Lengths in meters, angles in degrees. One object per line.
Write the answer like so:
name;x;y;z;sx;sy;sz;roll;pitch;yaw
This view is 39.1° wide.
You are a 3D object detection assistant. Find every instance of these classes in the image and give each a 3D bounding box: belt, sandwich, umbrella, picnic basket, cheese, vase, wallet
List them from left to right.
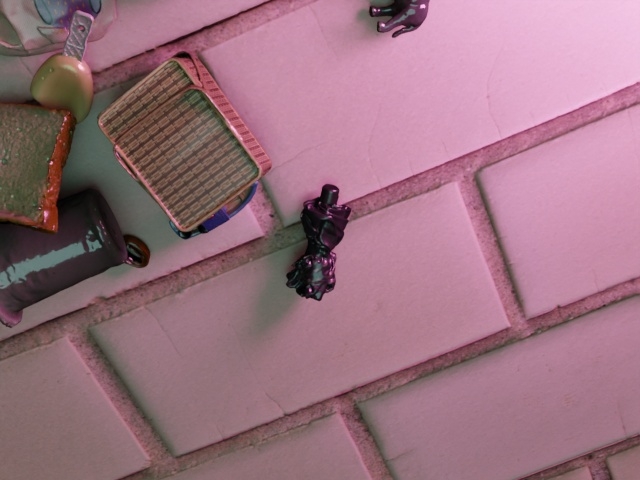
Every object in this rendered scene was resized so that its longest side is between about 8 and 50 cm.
sandwich;-0.618;-0.149;1.838;0.226;0.087;0.251;8;81;12
wallet;-0.560;-0.498;1.757;0.335;0.068;0.275;-15;126;-4
vase;-0.580;0.027;1.946;0.291;0.245;0.245;-21;118;-2
cheese;-0.508;-0.353;1.819;0.127;0.050;0.255;17;130;-13
belt;-0.429;0.026;2.067;0.059;0.036;0.083;-38;115;19
picnic basket;-0.278;-0.203;1.845;0.228;0.175;0.313;-34;97;11
umbrella;0.001;0.001;2.074;0.121;0.110;0.273;8;111;-11

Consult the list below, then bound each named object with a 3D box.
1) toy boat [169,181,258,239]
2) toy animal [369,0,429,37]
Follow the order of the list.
toy boat;-0.233;-0.079;2.003;0.223;0.097;0.100;-31;121;10
toy animal;0.160;-0.546;1.826;0.137;0.082;0.270;-4;113;-9
